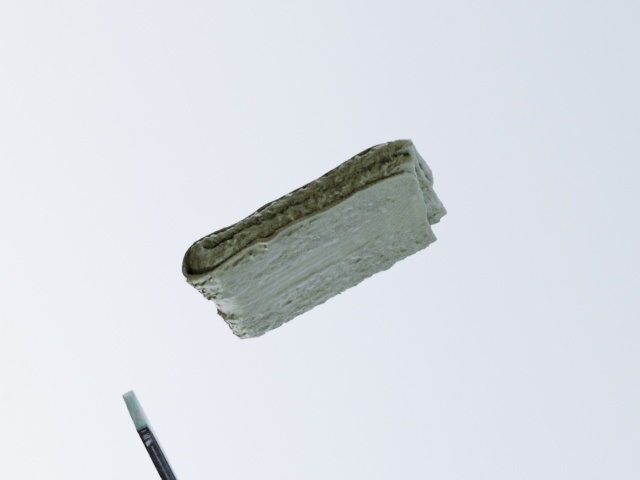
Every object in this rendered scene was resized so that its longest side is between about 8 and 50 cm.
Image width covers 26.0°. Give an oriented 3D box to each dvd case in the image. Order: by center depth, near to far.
[{"bbox_3d":[-0.130,0.190,1.156,0.119,0.013,0.087,65,-9,-20],"label":"dvd case"}]

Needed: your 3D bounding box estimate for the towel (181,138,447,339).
[{"bbox_3d":[0.000,0.000,0.785,0.148,0.110,0.027,-30,-120,1],"label":"towel"}]
